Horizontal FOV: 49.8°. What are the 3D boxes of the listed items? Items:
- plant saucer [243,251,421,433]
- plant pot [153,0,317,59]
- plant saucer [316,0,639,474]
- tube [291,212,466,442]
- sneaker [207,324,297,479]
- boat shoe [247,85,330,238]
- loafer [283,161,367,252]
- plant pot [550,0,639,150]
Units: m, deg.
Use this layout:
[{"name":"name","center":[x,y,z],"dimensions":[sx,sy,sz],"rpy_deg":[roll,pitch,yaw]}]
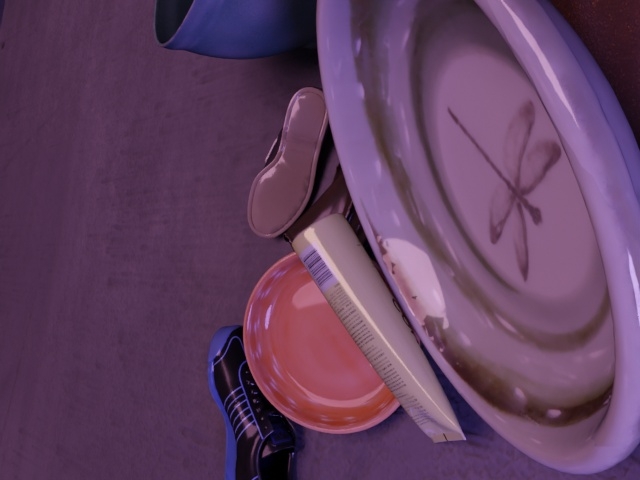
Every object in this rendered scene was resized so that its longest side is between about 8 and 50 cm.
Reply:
[{"name":"plant saucer","center":[0.013,0.104,0.738],"dimensions":[0.200,0.037,0.200],"rpy_deg":[1,94,22]},{"name":"plant pot","center":[-0.065,-0.349,0.846],"dimensions":[0.293,0.196,0.293],"rpy_deg":[-35,49,52]},{"name":"plant saucer","center":[0.121,-0.040,0.499],"dimensions":[0.400,0.100,0.400],"rpy_deg":[157,90,-78]},{"name":"tube","center":[0.058,0.087,0.663],"dimensions":[0.062,0.070,0.240],"rpy_deg":[-37,77,24]},{"name":"sneaker","center":[-0.074,0.210,0.832],"dimensions":[0.090,0.081,0.232],"rpy_deg":[-23,70,39]},{"name":"boat shoe","center":[-0.035,-0.100,0.893],"dimensions":[0.065,0.075,0.206],"rpy_deg":[-65,-3,-72]},{"name":"loafer","center":[0.000,0.000,0.785],"dimensions":[0.220,0.078,0.080],"rpy_deg":[-69,24,10]},{"name":"plant pot","center":[0.263,-0.084,0.461],"dimensions":[0.215,0.215,0.230],"rpy_deg":[-9,89,46]}]
